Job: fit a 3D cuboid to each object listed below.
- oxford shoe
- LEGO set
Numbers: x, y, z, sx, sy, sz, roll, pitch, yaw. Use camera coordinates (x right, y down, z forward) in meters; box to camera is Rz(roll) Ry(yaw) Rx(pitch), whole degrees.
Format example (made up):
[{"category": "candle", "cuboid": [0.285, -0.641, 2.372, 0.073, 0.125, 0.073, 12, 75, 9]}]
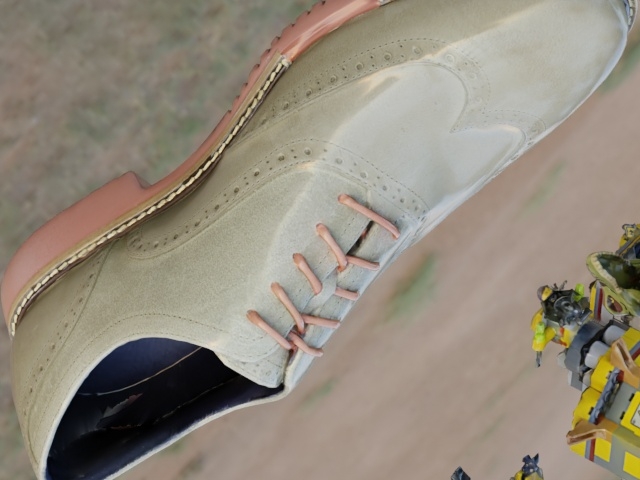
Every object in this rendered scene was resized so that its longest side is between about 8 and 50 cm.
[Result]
[{"category": "oxford shoe", "cuboid": [0.000, 0.000, 0.866, 0.397, 0.146, 0.140, -37, 131, 27]}, {"category": "LEGO set", "cuboid": [0.170, 0.048, 0.867, 0.331, 0.192, 0.255, -45, 146, -27]}]
